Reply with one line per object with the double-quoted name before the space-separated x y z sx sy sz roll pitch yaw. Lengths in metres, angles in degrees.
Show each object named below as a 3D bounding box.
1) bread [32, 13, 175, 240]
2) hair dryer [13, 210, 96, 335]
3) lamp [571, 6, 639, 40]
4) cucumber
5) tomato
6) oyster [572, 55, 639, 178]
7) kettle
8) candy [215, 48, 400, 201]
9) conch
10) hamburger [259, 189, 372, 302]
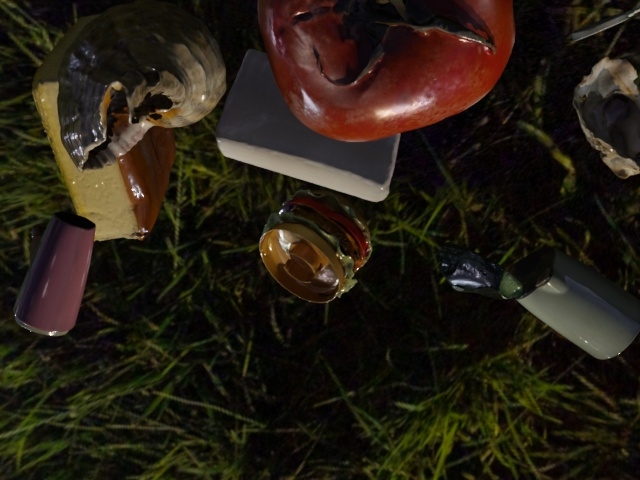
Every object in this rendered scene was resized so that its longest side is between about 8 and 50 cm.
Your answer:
"bread" -0.370 -0.210 1.187 0.143 0.324 0.333 -4 129 2
"hair dryer" -0.260 0.014 0.622 0.154 0.054 0.106 28 101 53
"lamp" 0.318 -0.239 0.586 0.198 0.050 0.056 -24 102 10
"cucumber" 0.337 0.078 1.393 0.115 0.086 0.193 48 164 -26
"tomato" 0.046 -0.164 0.470 0.187 0.151 0.187 3 106 11
"oyster" 0.540 -0.213 1.210 0.161 0.107 0.233 -44 107 -7
"kettle" 0.561 0.131 1.489 0.255 0.240 0.165 31 93 -5
"candy" -0.016 -0.223 1.317 0.358 0.145 0.208 16 77 -2
"conch" -0.230 -0.199 0.786 0.210 0.291 0.159 -28 98 11
"hamburger" 0.000 0.000 1.618 0.274 0.212 0.274 24 142 20
